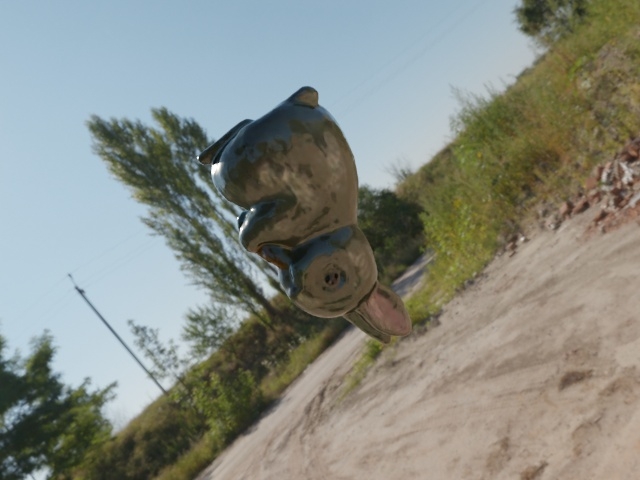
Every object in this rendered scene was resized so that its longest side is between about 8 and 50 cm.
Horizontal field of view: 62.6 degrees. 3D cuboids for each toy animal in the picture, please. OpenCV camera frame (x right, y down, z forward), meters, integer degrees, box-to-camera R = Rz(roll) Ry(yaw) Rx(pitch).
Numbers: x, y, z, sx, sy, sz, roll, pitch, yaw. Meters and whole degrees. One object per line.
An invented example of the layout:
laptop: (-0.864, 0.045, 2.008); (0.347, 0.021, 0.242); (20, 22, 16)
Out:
toy animal: (0.000, 0.000, 0.478); (0.125, 0.251, 0.127); (-32, 3, -21)
